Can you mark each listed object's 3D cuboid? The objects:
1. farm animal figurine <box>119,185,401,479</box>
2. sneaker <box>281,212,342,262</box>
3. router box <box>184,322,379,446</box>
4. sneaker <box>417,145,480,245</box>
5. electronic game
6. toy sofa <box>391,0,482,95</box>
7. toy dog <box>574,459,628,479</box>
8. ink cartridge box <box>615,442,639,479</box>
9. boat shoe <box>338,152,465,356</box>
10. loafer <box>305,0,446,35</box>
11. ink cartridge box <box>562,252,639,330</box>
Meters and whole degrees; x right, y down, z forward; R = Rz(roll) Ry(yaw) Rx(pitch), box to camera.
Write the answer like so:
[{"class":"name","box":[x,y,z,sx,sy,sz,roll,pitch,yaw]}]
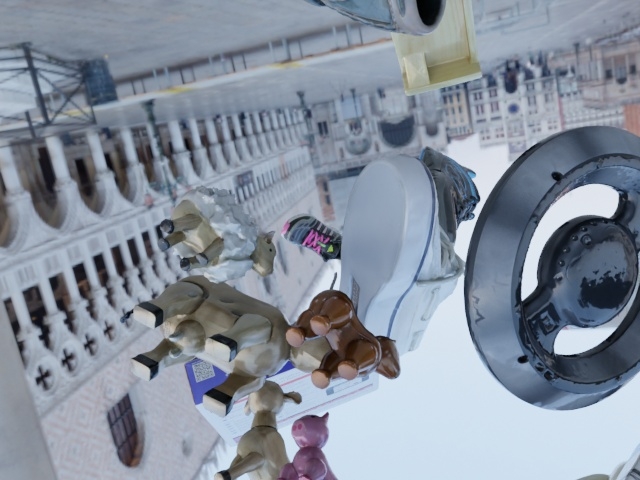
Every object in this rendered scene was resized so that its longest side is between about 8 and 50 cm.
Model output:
[{"class":"farm animal figurine","box":[-0.063,0.142,0.670,0.327,0.330,0.172,35,-152,15]},{"class":"sneaker","box":[0.000,0.000,1.124,0.170,0.063,0.075,20,-162,-49]},{"class":"router box","box":[-0.053,0.262,1.138,0.336,0.082,0.301,-19,149,-8]},{"class":"sneaker","box":[0.258,-0.080,1.185,0.140,0.125,0.340,19,-143,-4]},{"class":"electronic game","box":[0.211,0.024,0.475,0.230,0.229,0.048,-16,-166,-21]},{"class":"toy sofa","box":[0.174,-0.435,1.011,0.150,0.177,0.362,-12,150,14]},{"class":"toy dog","box":[0.590,0.525,0.923,0.396,0.284,0.408,20,-155,14]},{"class":"ink cartridge box","box":[0.458,0.371,0.791,0.140,0.082,0.191,38,-124,26]},{"class":"boat shoe","box":[0.120,0.037,0.743,0.157,0.366,0.135,-13,-133,-17]},{"class":"loafer","box":[0.034,-0.198,0.216,0.084,0.267,0.096,38,-115,20]},{"class":"ink cartridge box","box":[0.322,0.052,0.671,0.056,0.099,0.135,4,170,-10]}]
